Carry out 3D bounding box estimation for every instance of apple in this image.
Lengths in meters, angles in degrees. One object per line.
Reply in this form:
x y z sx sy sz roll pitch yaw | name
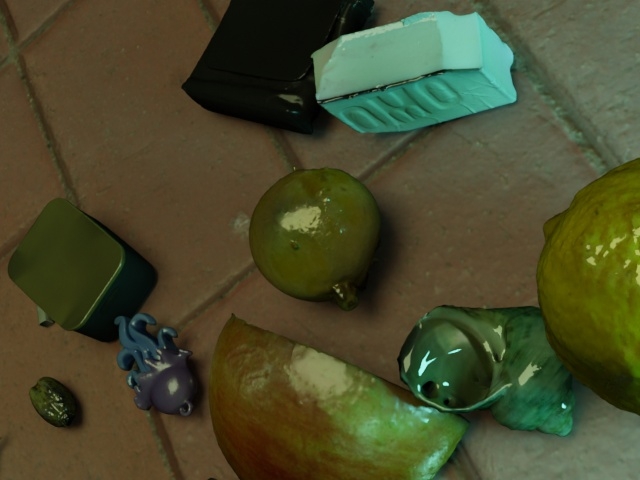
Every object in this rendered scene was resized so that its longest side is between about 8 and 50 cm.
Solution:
-0.006 0.213 1.565 0.346 0.254 0.179 18 40 38 | apple

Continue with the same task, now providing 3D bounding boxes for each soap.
0.113 -0.206 1.654 0.230 0.145 0.091 -14 63 29 | soap

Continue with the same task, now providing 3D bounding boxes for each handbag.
-0.058 -0.267 1.844 0.247 0.080 0.223 17 73 40 | handbag

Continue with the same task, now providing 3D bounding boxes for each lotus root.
-0.376 0.232 1.847 0.054 0.049 0.099 -49 51 -4 | lotus root

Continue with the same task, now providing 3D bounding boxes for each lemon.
0.365 0.053 1.307 0.322 0.268 0.268 34 90 38 | lemon

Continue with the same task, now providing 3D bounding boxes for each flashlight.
-0.416 0.090 1.956 0.018 0.018 0.083 -30 56 22 | flashlight

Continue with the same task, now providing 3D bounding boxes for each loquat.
0.000 0.000 1.639 0.172 0.149 0.204 -35 66 11 | loquat

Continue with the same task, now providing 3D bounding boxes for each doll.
-0.224 0.165 1.766 0.110 0.067 0.206 -53 52 17 | doll

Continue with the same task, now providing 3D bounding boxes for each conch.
0.198 0.143 1.451 0.188 0.122 0.176 25 51 28 | conch

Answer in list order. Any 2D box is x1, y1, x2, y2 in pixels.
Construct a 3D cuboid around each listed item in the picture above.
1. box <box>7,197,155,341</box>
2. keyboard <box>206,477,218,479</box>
-0.342 0.045 1.881 0.201 0.090 0.144 34 90 38 | box
-0.063 0.365 1.572 0.230 0.025 0.093 17 113 42 | keyboard
